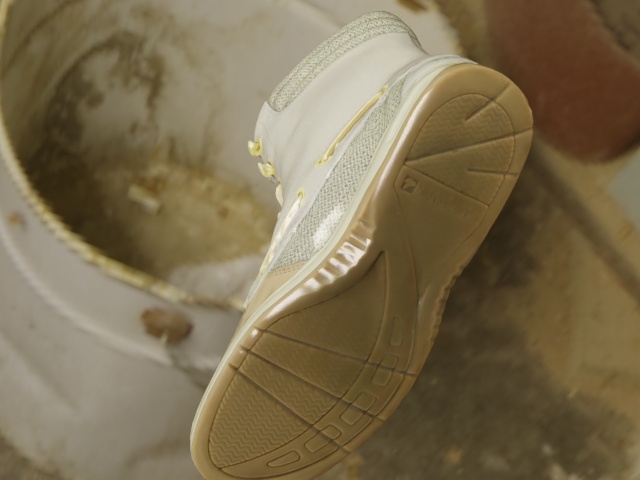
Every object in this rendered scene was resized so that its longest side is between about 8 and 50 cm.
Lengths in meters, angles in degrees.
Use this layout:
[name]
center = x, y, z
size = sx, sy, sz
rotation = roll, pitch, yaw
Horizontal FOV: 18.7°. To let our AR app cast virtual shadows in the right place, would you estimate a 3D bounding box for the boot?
[boot]
center = 0.000, 0.000, 0.882
size = 0.077, 0.165, 0.213
rotation = 29, 97, -23
